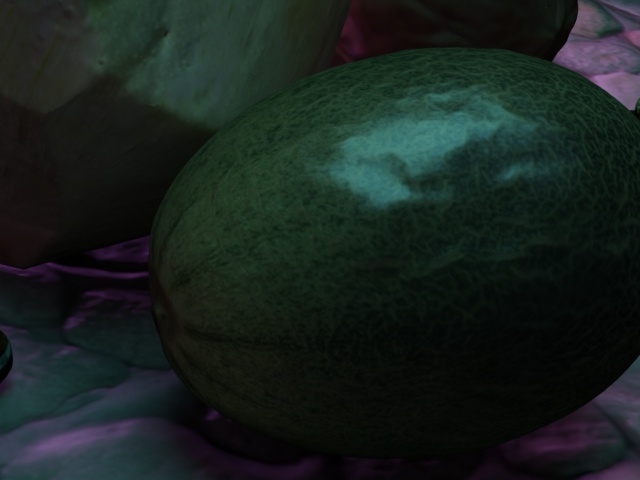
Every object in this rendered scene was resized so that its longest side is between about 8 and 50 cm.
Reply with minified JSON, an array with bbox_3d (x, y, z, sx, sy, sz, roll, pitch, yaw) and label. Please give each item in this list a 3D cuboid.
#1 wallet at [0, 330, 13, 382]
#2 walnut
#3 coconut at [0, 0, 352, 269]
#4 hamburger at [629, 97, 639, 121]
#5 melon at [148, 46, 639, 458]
[{"bbox_3d":[-0.322,0.057,0.993,0.255,0.031,0.137,22,32,22],"label":"wallet"},{"bbox_3d":[0.098,-0.231,1.393,0.227,0.273,0.273,-47,52,-12],"label":"walnut"},{"bbox_3d":[-0.157,-0.174,1.111,0.344,0.415,0.415,22,31,4],"label":"coconut"},{"bbox_3d":[0.354,-0.101,1.334,0.165,0.087,0.137,9,11,-13],"label":"hamburger"},{"bbox_3d":[0.058,0.009,0.951,0.329,0.249,0.248,-9,33,-15],"label":"melon"}]
